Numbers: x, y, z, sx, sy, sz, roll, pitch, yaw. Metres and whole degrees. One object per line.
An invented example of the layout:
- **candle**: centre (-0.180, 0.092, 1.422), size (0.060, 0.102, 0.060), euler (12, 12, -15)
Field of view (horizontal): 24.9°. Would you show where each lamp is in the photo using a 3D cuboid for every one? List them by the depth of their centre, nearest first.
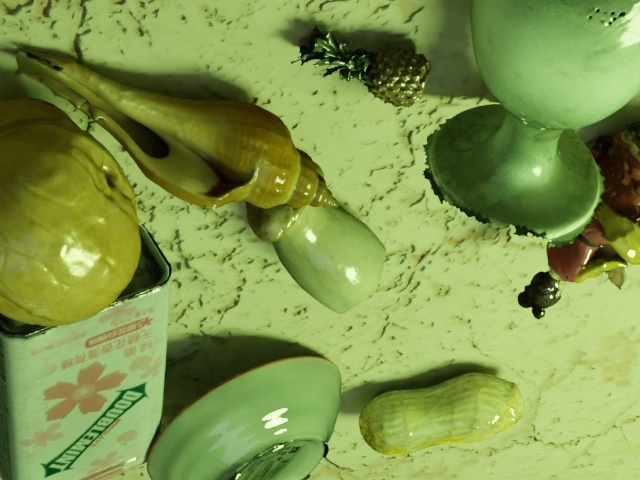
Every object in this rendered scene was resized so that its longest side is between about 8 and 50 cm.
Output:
- **lamp**: centre (0.301, -0.014, 1.507), size (0.118, 0.118, 0.253), euler (7, 133, -20)

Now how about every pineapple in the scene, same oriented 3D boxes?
- **pineapple**: centre (0.037, -0.163, 1.328), size (0.124, 0.058, 0.058), euler (19, 136, -12)

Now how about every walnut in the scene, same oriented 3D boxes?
- **walnut**: centre (-0.262, -0.023, 1.319), size (0.195, 0.195, 0.221), euler (-26, 140, 20)

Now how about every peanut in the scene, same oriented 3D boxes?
- **peanut**: centre (0.149, 0.213, 1.794), size (0.206, 0.087, 0.087), euler (-11, 142, 5)

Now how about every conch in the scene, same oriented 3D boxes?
- **conch**: centre (-0.130, -0.094, 1.346), size (0.330, 0.109, 0.093), euler (22, 174, -13)

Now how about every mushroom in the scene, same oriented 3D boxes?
- **mushroom**: centre (0.001, 0.001, 1.490), size (0.097, 0.088, 0.212), euler (-29, 133, 9)

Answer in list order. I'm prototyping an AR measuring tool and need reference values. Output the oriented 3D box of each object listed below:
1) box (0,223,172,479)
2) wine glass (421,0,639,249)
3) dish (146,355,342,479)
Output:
- **box**: centre (-0.265, 0.137, 1.563), size (0.190, 0.112, 0.370), euler (-21, 147, -25)
- **wine glass**: centre (0.206, -0.163, 1.243), size (0.190, 0.190, 0.357), euler (-1, 141, -10)
- **dish**: centre (-0.071, 0.249, 1.726), size (0.260, 0.085, 0.260), euler (-23, 150, -15)
